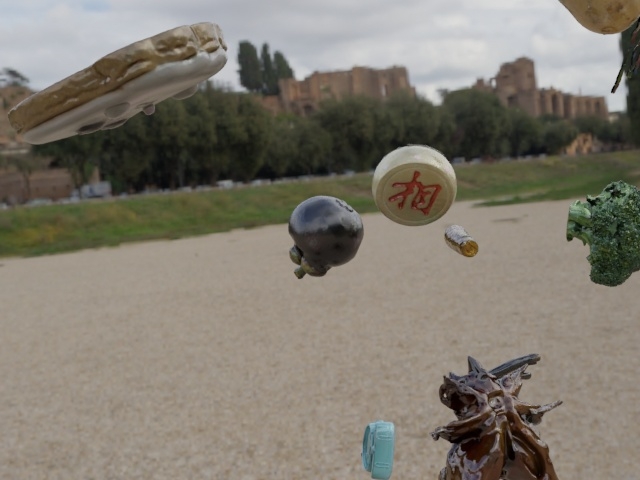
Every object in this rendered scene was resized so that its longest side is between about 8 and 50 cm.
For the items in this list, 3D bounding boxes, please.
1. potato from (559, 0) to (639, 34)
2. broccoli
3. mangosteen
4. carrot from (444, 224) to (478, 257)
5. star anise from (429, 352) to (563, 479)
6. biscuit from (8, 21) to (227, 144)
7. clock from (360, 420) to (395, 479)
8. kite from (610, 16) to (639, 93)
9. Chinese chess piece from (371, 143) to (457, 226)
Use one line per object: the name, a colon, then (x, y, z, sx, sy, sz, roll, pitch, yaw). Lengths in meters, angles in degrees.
potato: (0.401, -0.381, 1.207, 0.118, 0.178, 0.109, -39, -22, 34)
broccoli: (0.507, -0.013, 1.440, 0.156, 0.195, 0.195, 11, 7, 15)
mangosteen: (0.000, 0.000, 1.384, 0.137, 0.151, 0.137, 29, 11, -6)
carrot: (0.230, 0.003, 1.347, 0.042, 0.042, 0.171, -6, 8, 1)
star anise: (0.256, 0.260, 1.170, 0.148, 0.237, 0.346, -50, 1, 38)
biscuit: (-0.172, -0.132, 0.733, 0.208, 0.049, 0.181, -22, 9, 22)
clock: (0.108, 0.401, 1.604, 0.045, 0.108, 0.147, 7, -9, -7)
kite: (0.568, -0.387, 1.422, 0.152, 0.285, 0.015, -31, 56, -34)
Chinese chess piece: (0.134, -0.077, 1.189, 0.122, 0.122, 0.051, -5, 39, 9)
